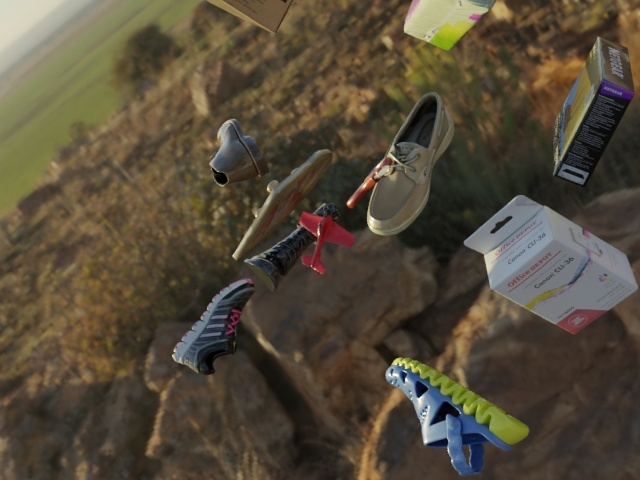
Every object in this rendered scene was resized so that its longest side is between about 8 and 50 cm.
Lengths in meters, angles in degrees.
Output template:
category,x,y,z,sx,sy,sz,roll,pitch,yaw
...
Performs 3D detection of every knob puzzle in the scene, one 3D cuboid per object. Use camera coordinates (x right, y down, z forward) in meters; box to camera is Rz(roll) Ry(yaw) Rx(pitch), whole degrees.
category,x,y,z,sx,sy,sz,roll,pitch,yaw
knob puzzle,-0.049,-0.074,1.487,0.213,0.030,0.213,-48,-7,-7

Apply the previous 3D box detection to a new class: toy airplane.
category,x,y,z,sx,sy,sz,roll,pitch,yaw
toy airplane,0.000,0.000,1.990,0.028,0.151,0.151,-8,-9,-46

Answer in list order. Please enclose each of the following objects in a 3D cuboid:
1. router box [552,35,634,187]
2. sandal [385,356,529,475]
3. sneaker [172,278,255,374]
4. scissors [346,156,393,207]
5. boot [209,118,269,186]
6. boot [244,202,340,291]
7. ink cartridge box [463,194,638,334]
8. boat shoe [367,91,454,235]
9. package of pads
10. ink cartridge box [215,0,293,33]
category,x,y,z,sx,sy,sz,roll,pitch,yaw
router box,0.337,-0.163,1.247,0.179,0.046,0.133,-66,-2,-60
sandal,0.224,0.322,1.847,0.317,0.126,0.138,31,90,48
sneaker,-0.147,0.137,1.537,0.170,0.075,0.063,-50,-20,-2
scissors,0.104,-0.121,1.683,0.109,0.021,0.297,-48,0,-15
boot,-0.216,-0.203,2.341,0.115,0.112,0.305,-27,24,-7
boot,-0.051,-0.001,2.186,0.229,0.091,0.263,-42,4,0
ink cartridge box,0.295,0.033,1.295,0.115,0.198,0.067,-45,30,33
boat shoe,0.163,-0.147,1.887,0.109,0.098,0.302,15,62,29
package of pads,0.221,-0.433,1.510,0.296,0.101,0.229,173,117,-85
ink cartridge box,-0.179,-0.435,1.592,0.235,0.193,0.088,34,98,43
